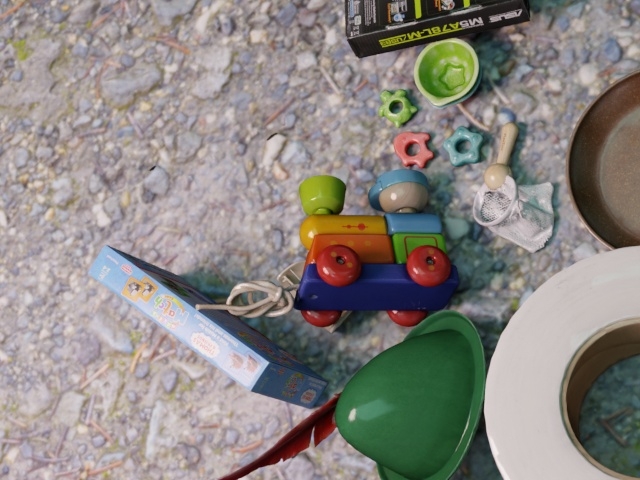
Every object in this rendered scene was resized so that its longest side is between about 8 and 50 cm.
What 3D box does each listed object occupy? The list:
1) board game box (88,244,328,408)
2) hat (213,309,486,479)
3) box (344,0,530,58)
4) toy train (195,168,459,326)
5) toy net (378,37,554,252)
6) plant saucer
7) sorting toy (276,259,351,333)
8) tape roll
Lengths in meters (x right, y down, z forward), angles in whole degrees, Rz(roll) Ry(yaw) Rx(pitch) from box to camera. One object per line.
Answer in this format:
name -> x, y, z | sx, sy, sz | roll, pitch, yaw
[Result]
board game box -> -0.108, 0.086, 1.452 | 0.211, 0.160, 0.039 | 32, 90, 24
hat -> 0.026, 0.139, 1.345 | 0.173, 0.184, 0.208 | -19, 56, 58
box -> 0.115, -0.288, 1.507 | 0.184, 0.045, 0.190 | -10, 59, 15
toy train -> 0.000, 0.000, 1.424 | 0.248, 0.105, 0.143 | 1, 60, -13
toy net -> 0.144, -0.083, 1.466 | 0.122, 0.045, 0.232 | -31, 69, 10
plant saucer -> 0.333, -0.069, 1.400 | 0.199, 0.036, 0.198 | -4, 76, 18
sorting toy -> 0.014, 0.044, 1.486 | 0.075, 0.045, 0.083 | -44, 67, -3
tape roll -> 0.293, 0.152, 1.307 | 0.286, 0.100, 0.286 | -6, 67, 15
